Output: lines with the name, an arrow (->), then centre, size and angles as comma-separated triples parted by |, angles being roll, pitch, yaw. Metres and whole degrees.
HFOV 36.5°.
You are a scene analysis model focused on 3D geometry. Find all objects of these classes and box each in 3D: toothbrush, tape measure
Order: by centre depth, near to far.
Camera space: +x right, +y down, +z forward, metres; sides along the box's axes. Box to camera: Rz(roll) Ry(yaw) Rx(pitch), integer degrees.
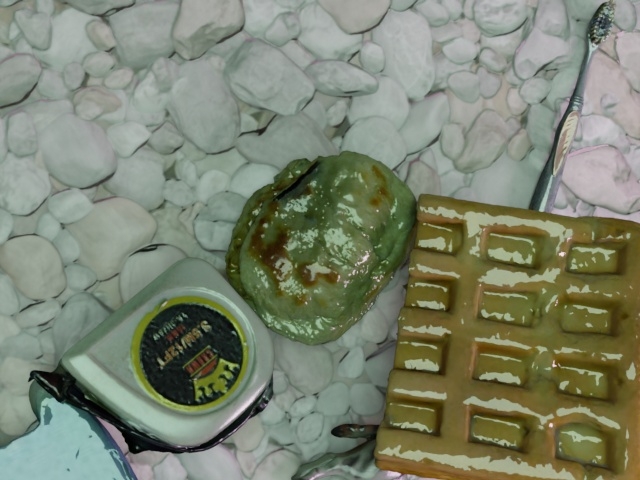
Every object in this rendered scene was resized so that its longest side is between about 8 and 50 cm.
tape measure -> -0.176, 0.158, 1.118 | 0.235, 0.115, 0.207 | -41, 91, -24
toothbrush -> 0.312, -0.130, 1.241 | 0.028, 0.037, 0.375 | 19, 89, -3

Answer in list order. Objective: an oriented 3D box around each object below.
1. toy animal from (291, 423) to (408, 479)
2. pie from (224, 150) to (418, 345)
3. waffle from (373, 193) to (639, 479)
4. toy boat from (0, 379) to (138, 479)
toy animal -> 0.067, 0.349, 1.170 | 0.170, 0.090, 0.255 | -35, 94, -11
pie -> 0.000, 0.000, 1.170 | 0.201, 0.090, 0.248 | 39, 80, -1
waffle -> 0.233, 0.118, 1.117 | 0.304, 0.077, 0.348 | 8, 73, 5
toy boat -> -0.309, 0.334, 1.124 | 0.215, 0.123, 0.330 | -30, 83, -21
